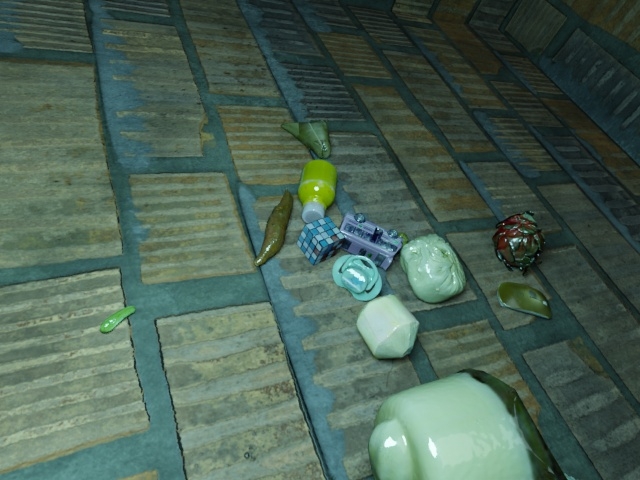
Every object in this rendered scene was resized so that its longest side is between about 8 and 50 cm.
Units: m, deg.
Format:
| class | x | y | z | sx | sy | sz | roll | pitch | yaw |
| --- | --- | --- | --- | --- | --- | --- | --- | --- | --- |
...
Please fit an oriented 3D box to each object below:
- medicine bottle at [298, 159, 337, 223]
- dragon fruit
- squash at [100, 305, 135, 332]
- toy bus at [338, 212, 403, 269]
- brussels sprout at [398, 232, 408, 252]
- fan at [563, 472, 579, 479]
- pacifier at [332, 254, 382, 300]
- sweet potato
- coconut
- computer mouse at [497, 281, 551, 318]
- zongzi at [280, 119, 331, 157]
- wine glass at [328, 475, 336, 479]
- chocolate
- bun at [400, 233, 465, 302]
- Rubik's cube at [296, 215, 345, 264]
| class | x | y | z | sx | sy | sz | roll | pitch | yaw |
| --- | --- | --- | --- | --- | --- | --- | --- | --- | --- |
| medicine bottle | -0.013 | -0.147 | 1.374 | 0.122 | 0.122 | 0.212 | 17 | 48 | -9 |
| dragon fruit | 0.693 | 0.004 | 1.519 | 0.182 | 0.182 | 0.188 | 25 | 38 | -1 |
| squash | -0.460 | 0.176 | 0.987 | 0.027 | 0.027 | 0.089 | 36 | 46 | 8 |
| toy bus | 0.146 | 0.003 | 1.336 | 0.199 | 0.096 | 0.108 | 26 | 51 | 2 |
| brussels sprout | 0.259 | 0.003 | 1.413 | 0.046 | 0.051 | 0.083 | 46 | 45 | -19 |
| fan | 0.543 | 0.550 | 1.107 | 0.329 | 0.009 | 0.191 | 30 | 47 | 4 |
| pacifier | 0.114 | 0.095 | 1.248 | 0.150 | 0.127 | 0.116 | 31 | 23 | 13 |
| sweet potato | -0.127 | -0.053 | 1.284 | 0.066 | 0.072 | 0.314 | 10 | 50 | 3 |
| coconut | 0.181 | 0.232 | 1.129 | 0.147 | 0.147 | 0.152 | -15 | 53 | -32 |
| computer mouse | 0.678 | 0.197 | 1.433 | 0.199 | 0.045 | 0.102 | 17 | 50 | -9 |
| zongzi | -0.052 | -0.368 | 1.578 | 0.176 | 0.078 | 0.160 | -1 | 53 | -11 |
| wine glass | 0.084 | 0.569 | 0.839 | 0.222 | 0.103 | 0.103 | 35 | 48 | 9 |
| chocolate | 0.249 | 0.457 | 0.876 | 0.297 | 0.314 | 0.326 | -15 | 63 | -22 |
| bun | 0.349 | 0.075 | 1.332 | 0.229 | 0.145 | 0.229 | 11 | 46 | -12 |
| Rubik's cube | 0.000 | 0.000 | 1.278 | 0.092 | 0.092 | 0.092 | -22 | 64 | -35 |
